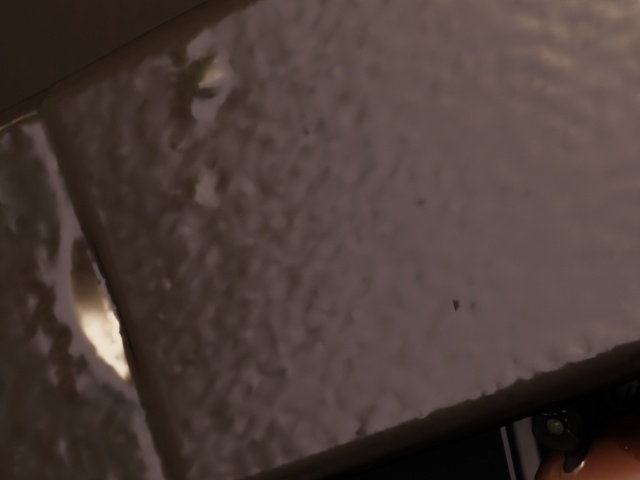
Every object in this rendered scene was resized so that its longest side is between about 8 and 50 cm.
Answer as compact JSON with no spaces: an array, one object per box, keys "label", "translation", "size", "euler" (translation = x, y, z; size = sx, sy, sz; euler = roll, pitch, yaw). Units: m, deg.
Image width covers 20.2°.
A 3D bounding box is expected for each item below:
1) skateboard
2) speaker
[{"label":"skateboard","translation":[0.148,0.104,0.650],"size":[0.151,0.067,0.080],"euler":[21,117,28]},{"label":"speaker","translation":[0.000,0.000,0.707],"size":[0.388,0.184,0.180],"euler":[-23,84,25]}]
